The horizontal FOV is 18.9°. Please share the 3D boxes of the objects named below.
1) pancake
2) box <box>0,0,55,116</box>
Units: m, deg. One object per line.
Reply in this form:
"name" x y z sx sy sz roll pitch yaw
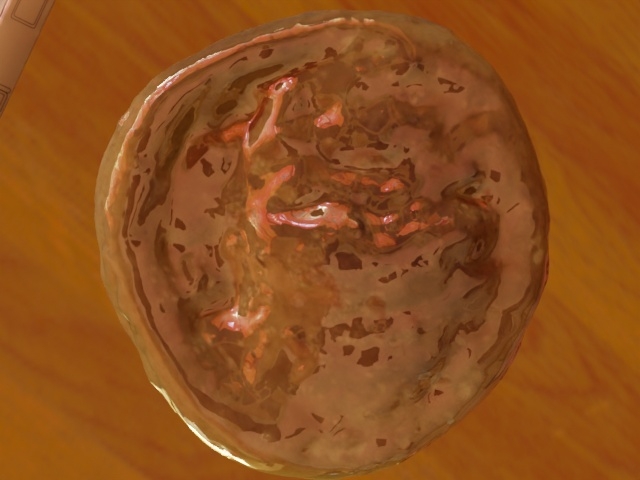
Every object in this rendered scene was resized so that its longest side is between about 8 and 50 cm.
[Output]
"pancake" 0.000 0.000 0.948 0.242 0.050 0.242 0 96 -4
"box" -0.207 -0.161 1.249 0.033 0.129 0.247 25 90 -29
